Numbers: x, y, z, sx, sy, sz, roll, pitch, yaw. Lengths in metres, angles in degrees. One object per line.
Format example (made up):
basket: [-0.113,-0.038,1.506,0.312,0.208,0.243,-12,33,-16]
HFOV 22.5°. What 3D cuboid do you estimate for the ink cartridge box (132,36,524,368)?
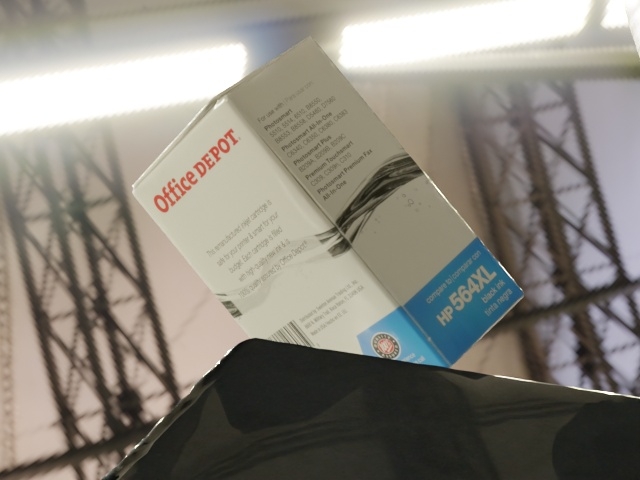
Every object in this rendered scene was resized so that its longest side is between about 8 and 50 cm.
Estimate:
ink cartridge box: [0.000,0.000,0.978,0.086,0.203,0.148,-39,1,-36]

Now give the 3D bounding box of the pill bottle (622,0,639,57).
pill bottle: [0.281,-0.120,0.996,0.161,0.283,0.161,-14,-11,-3]

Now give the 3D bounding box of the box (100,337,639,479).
box: [0.131,0.341,0.737,0.297,0.480,0.471,-48,-37,-61]
